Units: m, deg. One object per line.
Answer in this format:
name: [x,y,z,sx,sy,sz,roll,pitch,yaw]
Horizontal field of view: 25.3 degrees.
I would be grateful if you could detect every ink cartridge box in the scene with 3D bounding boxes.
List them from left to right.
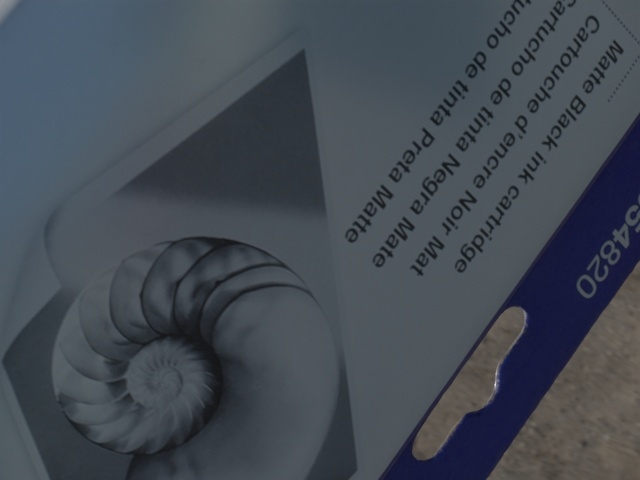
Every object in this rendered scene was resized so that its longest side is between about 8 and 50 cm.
ink cartridge box: [0.000,0.000,0.380,0.223,0.224,0.045,-54,30,-8]
